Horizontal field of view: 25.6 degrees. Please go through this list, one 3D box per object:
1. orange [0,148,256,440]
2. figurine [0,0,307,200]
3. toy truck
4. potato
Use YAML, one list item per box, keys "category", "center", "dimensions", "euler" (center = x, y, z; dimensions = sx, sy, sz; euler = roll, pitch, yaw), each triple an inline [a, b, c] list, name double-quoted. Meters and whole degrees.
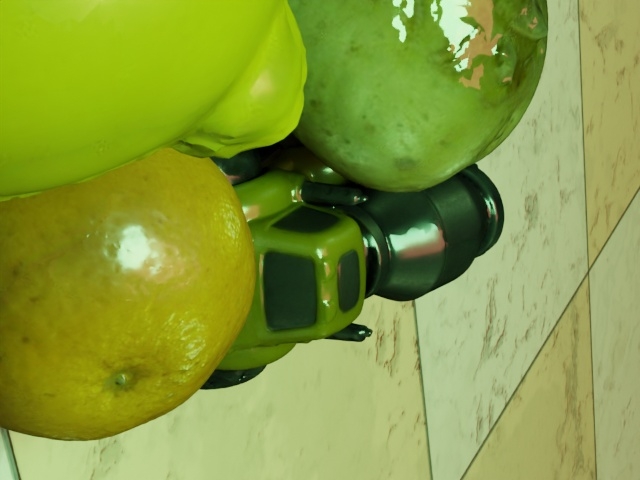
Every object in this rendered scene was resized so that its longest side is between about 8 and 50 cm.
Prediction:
- category: "orange"
  center: [-0.109, 0.012, 0.637]
  dimensions: [0.136, 0.159, 0.159]
  euler: [63, 5, 36]
- category: "figurine"
  center: [-0.123, -0.173, 0.445]
  dimensions: [0.323, 0.231, 0.340]
  euler: [-18, 104, -19]
- category: "toy truck"
  center: [0.000, 0.000, 0.823]
  dimensions: [0.224, 0.165, 0.147]
  euler: [-30, 123, -59]
- category: "potato"
  center: [0.021, -0.175, 0.765]
  dimensions: [0.210, 0.173, 0.307]
  euler: [4, 64, -57]
